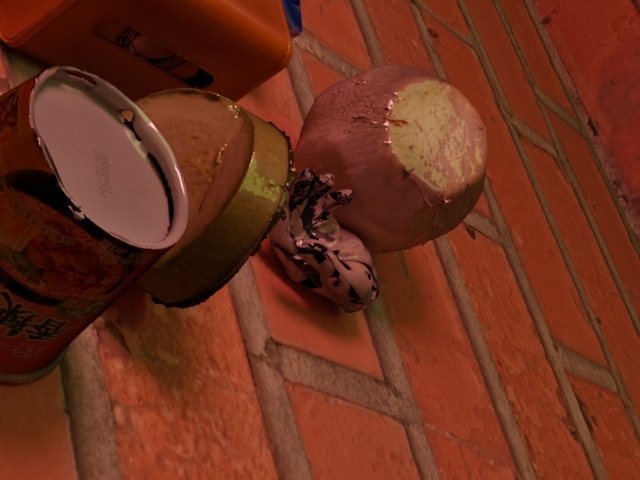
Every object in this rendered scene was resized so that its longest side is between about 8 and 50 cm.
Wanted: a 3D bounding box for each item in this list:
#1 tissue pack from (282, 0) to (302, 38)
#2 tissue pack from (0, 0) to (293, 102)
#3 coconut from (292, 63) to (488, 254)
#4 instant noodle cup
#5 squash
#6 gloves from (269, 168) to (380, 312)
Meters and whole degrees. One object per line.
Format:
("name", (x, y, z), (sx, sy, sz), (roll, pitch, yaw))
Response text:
("tissue pack", (-0.138, -0.389, 1.591), (0.263, 0.146, 0.198), (57, 17, -48))
("tissue pack", (-0.188, -0.254, 1.352), (0.274, 0.194, 0.145), (24, 40, -49))
("coconut", (0.081, -0.100, 1.632), (0.245, 0.247, 0.245), (10, 71, -31))
("instant noodle cup", (-0.230, -0.022, 1.014), (0.230, 0.182, 0.230), (42, 29, -31))
("squash", (-0.130, -0.052, 1.190), (0.133, 0.220, 0.220), (42, 28, -37))
("gloves", (-0.006, 0.000, 1.495), (0.212, 0.111, 0.127), (44, 52, -32))
